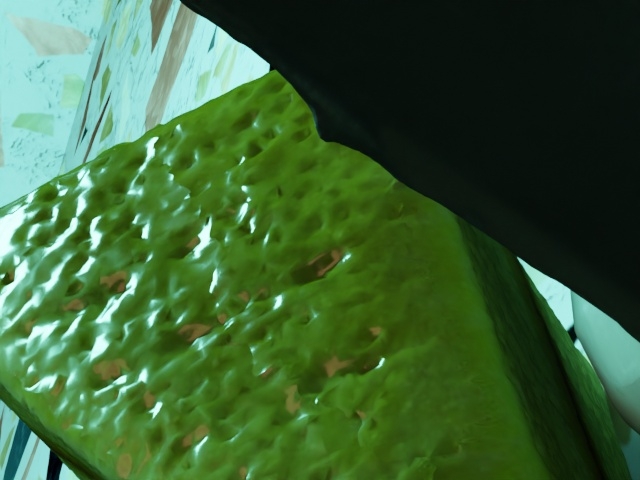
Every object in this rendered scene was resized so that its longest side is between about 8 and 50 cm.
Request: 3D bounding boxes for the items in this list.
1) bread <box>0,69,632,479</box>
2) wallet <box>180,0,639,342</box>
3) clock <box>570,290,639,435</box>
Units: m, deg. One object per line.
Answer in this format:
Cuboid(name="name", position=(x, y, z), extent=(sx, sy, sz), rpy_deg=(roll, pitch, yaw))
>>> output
Cuboid(name="bread", position=(0.007, 0.138, 0.545), extent=(0.245, 0.233, 0.361), rpy_deg=(-26, 39, 11))
Cuboid(name="wallet", position=(0.114, -0.044, 0.348), extent=(0.165, 0.309, 0.042), rpy_deg=(-56, -4, 23))
Cuboid(name="clock", position=(0.164, -0.119, 0.498), extent=(0.326, 0.184, 0.342), rpy_deg=(-115, 38, -58))
